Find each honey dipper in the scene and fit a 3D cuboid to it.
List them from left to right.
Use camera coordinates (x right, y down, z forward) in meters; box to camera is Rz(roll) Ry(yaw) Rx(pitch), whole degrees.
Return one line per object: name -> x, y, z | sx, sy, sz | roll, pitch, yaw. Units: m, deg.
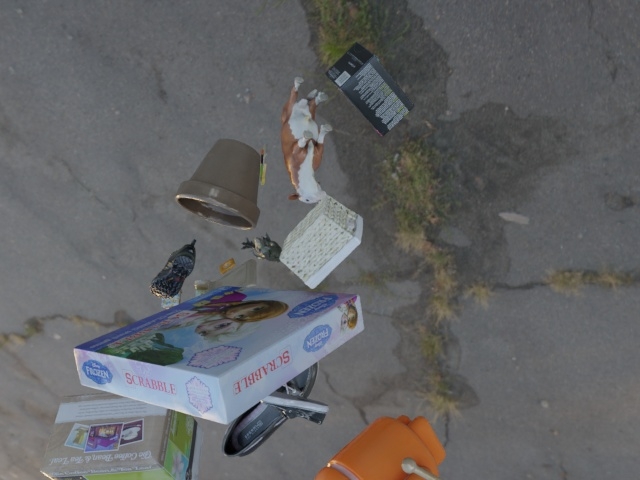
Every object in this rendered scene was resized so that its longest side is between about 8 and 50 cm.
honey dipper -> 0.170, 0.300, 0.649 | 0.160, 0.030, 0.031 | 27, 136, 10

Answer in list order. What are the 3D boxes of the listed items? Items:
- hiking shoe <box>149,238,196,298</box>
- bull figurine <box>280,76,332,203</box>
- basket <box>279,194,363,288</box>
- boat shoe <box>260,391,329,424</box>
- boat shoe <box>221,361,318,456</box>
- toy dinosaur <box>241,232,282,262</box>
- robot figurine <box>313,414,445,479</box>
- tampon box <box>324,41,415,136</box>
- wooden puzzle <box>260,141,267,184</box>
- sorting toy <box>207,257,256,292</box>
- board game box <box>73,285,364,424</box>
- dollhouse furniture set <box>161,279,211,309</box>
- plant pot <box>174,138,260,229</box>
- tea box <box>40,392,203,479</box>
hiking shoe -> -0.441, 0.092, 1.684 | 0.086, 0.114, 0.227 | 38, 125, -19
bull figurine -> -0.039, -0.244, 1.354 | 0.101, 0.311, 0.188 | 0, 148, -23
basket -> 0.000, 0.000, 1.184 | 0.103, 0.113, 0.167 | 36, 118, -14
boat shoe -> -0.050, 0.313, 1.023 | 0.142, 0.040, 0.049 | 18, 174, -21
boat shoe -> -0.126, 0.422, 1.394 | 0.112, 0.095, 0.335 | 41, 96, 13
toy dinosaur -> -0.134, 0.026, 1.476 | 0.118, 0.268, 0.064 | 28, 94, 25
robot figurine -> 0.076, 0.337, 0.766 | 0.158, 0.219, 0.128 | 27, 136, 40
tampon box -> 0.110, -0.336, 1.228 | 0.101, 0.120, 0.161 | -42, 125, 10
wooden puzzle -> -0.130, -0.176, 1.242 | 0.014, 0.116, 0.079 | 6, 115, -9
sorting toy -> -0.308, 0.162, 1.945 | 0.195, 0.348, 0.047 | -28, 117, 8
board game box -> -0.149, 0.151, 0.852 | 0.317, 0.318, 0.066 | 0, 103, 36
dollhouse furniture set -> -0.430, 0.323, 2.088 | 0.393, 0.362, 0.256 | -2, 159, -5
plant pot -> -0.294, -0.185, 1.718 | 0.262, 0.230, 0.263 | 15, 167, 4
tea box -> -0.552, 0.605, 1.595 | 0.328, 0.220, 0.324 | -5, 140, 5
